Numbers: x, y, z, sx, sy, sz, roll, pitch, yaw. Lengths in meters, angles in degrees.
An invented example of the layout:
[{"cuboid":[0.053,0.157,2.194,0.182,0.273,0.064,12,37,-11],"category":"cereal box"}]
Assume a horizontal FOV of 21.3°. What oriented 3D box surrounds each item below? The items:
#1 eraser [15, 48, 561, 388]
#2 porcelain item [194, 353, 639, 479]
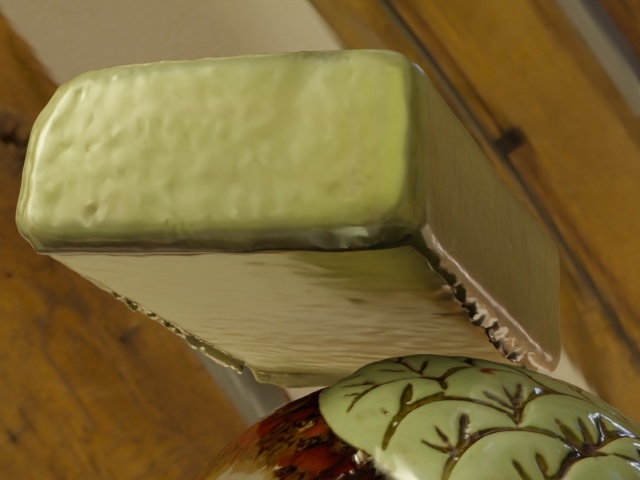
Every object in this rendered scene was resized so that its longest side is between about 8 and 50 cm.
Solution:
[{"cuboid":[0.000,0.000,0.517,0.172,0.117,0.058,40,-128,-63],"category":"eraser"},{"cuboid":[0.068,0.154,0.486,0.253,0.253,0.253,15,-119,-29],"category":"porcelain item"}]
